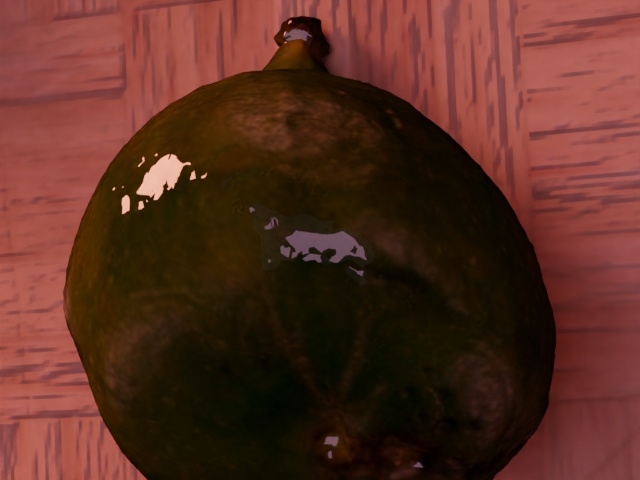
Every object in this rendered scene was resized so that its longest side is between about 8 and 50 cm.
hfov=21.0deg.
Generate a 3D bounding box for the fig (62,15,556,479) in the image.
[{"bbox_3d":[0.000,0.000,0.749,0.203,0.235,0.203,4,128,5],"label":"fig"}]
